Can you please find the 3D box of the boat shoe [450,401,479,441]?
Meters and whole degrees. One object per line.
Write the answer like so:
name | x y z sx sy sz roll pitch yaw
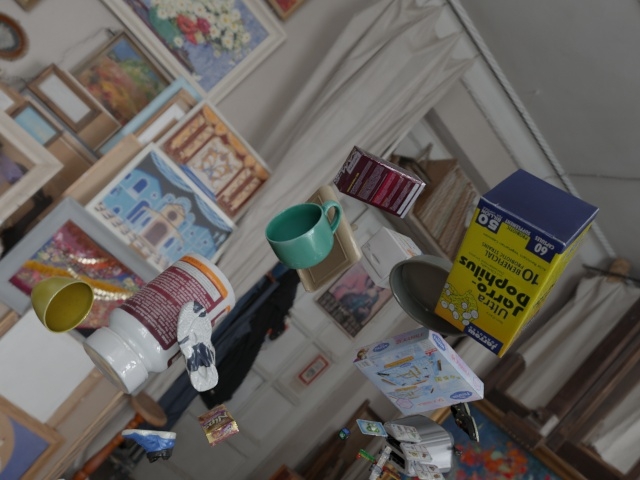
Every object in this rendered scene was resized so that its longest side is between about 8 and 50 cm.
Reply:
boat shoe | 0.324 0.409 1.182 0.133 0.042 0.049 -91 171 -77

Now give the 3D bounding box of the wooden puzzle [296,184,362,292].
wooden puzzle | 0.000 0.000 1.420 0.238 0.044 0.221 -38 -110 44

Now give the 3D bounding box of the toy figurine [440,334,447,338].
toy figurine | 0.462 0.224 1.852 0.148 0.213 0.210 10 55 -67

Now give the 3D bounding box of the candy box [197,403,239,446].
candy box | -0.372 0.664 1.905 0.186 0.109 0.053 7 -62 66

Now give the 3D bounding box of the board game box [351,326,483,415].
board game box | 0.325 0.447 1.778 0.318 0.066 0.318 -27 -65 36

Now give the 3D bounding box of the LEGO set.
LEGO set | 0.161 0.525 1.295 0.244 0.060 0.182 16 19 -24

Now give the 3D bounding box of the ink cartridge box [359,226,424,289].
ink cartridge box | 0.287 0.079 2.055 0.232 0.168 0.171 18 31 -52

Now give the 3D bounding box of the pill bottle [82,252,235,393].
pill bottle | -0.454 0.231 1.511 0.224 0.392 0.224 28 -39 26

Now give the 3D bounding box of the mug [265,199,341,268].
mug | -0.026 -0.006 1.103 0.129 0.157 0.097 -87 157 -53

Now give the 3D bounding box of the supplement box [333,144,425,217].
supplement box | 0.173 -0.169 1.549 0.239 0.130 0.073 21 23 -29

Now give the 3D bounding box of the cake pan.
cake pan | 0.338 0.156 1.538 0.293 0.054 0.293 29 -36 23

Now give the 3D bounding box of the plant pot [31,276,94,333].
plant pot | -0.624 0.139 1.249 0.095 0.134 0.134 24 -14 21

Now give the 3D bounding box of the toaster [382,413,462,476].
toaster | 0.272 0.582 1.489 0.146 0.129 0.227 -1 3 -23

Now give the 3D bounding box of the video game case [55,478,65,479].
video game case | -0.528 0.559 0.940 0.023 0.183 0.201 69 0 -70

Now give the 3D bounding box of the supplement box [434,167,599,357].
supplement box | 0.433 0.054 1.205 0.194 0.195 0.357 35 -44 27

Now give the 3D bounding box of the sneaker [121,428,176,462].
sneaker | -0.481 0.570 1.459 0.152 0.085 0.058 5 -21 0

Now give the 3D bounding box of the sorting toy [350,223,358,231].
sorting toy | -0.016 0.010 2.158 0.229 0.307 0.041 -15 -84 48

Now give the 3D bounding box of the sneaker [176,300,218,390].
sneaker | -0.337 0.275 1.424 0.153 0.094 0.235 -2 -75 69
